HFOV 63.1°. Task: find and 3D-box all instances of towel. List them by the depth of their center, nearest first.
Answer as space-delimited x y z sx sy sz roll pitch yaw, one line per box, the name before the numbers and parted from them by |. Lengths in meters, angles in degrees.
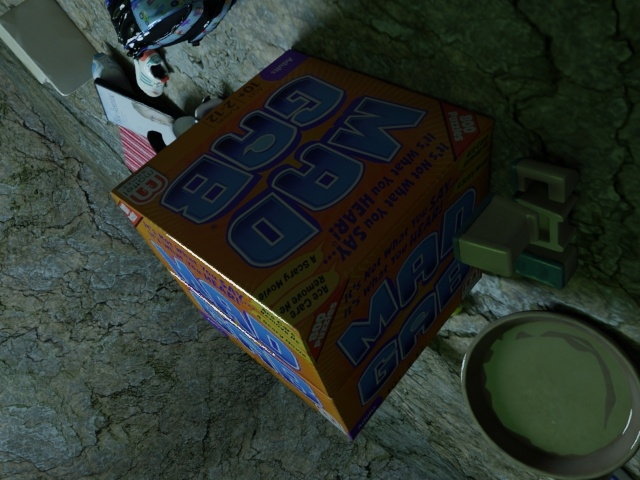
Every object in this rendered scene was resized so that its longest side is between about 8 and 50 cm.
towel | -0.548 -0.284 1.623 0.199 0.031 0.274 37 145 17

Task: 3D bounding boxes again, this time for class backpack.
backpack | -0.222 -0.365 0.791 0.173 0.158 0.116 -6 110 47

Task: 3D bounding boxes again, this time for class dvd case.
dvd case | -0.460 -0.321 1.377 0.253 0.022 0.180 24 159 -2

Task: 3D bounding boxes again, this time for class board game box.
board game box | 0.000 0.000 0.789 0.357 0.356 0.356 31 155 32

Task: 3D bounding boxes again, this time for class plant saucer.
plant saucer | 0.366 0.243 0.838 0.278 0.041 0.277 6 101 34

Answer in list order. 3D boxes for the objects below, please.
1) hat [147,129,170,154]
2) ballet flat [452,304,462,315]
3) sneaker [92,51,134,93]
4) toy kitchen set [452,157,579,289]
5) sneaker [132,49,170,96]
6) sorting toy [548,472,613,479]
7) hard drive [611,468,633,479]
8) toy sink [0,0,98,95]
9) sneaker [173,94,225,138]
hat | -0.284 -0.165 1.291 0.331 0.134 0.331 60 177 6
ballet flat | 0.218 0.146 1.088 0.077 0.077 0.231 28 159 -7
sneaker | -0.557 -0.417 1.415 0.237 0.085 0.086 116 131 -71
toy kitchen set | 0.228 0.009 0.661 0.122 0.166 0.207 25 152 40
sneaker | -0.377 -0.371 1.187 0.075 0.057 0.161 45 157 13
sorting toy | 0.423 0.340 0.937 0.208 0.193 0.038 30 130 29
hard drive | 0.491 0.419 1.150 0.319 0.040 0.210 44 160 -1
toy sink | -0.726 -0.518 1.411 0.234 0.153 0.131 52 158 -26
sneaker | -0.242 -0.256 1.114 0.235 0.094 0.153 31 155 29
